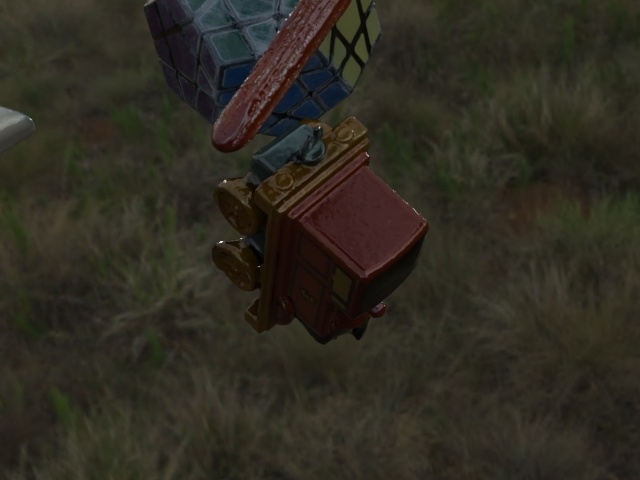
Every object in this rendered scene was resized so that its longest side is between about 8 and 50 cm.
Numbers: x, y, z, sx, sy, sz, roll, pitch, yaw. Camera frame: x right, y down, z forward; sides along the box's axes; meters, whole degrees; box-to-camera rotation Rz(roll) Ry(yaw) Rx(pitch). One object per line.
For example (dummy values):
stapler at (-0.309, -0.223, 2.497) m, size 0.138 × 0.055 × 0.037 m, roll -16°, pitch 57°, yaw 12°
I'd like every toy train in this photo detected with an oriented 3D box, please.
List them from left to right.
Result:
toy train at (0.000, 0.000, 1.450) m, size 0.163 × 0.369 × 0.231 m, roll -38°, pitch 70°, yaw -24°

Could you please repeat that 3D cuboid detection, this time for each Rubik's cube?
Rubik's cube at (-0.077, -0.295, 1.636) m, size 0.319 × 0.319 × 0.264 m, roll -13°, pitch 58°, yaw 1°

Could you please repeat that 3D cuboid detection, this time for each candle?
candle at (-0.012, -0.221, 1.229) m, size 0.048 × 0.051 × 0.329 m, roll 32°, pitch 80°, yaw 11°

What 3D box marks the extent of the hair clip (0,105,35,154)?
hair clip at (-0.256, -0.027, 0.607) m, size 0.225 × 0.034 × 0.072 m, roll -7°, pitch 60°, yaw -8°
